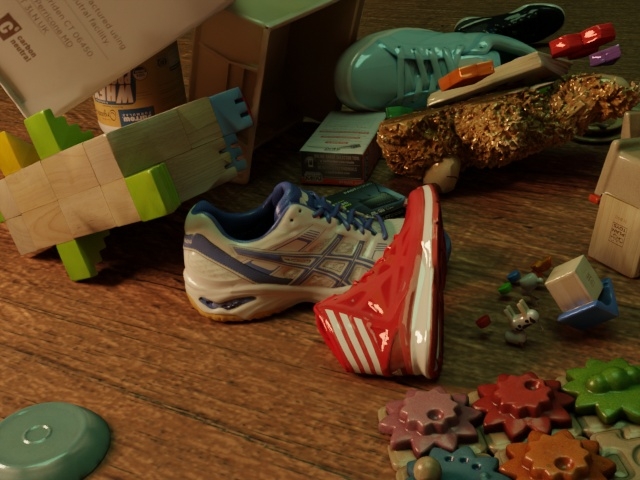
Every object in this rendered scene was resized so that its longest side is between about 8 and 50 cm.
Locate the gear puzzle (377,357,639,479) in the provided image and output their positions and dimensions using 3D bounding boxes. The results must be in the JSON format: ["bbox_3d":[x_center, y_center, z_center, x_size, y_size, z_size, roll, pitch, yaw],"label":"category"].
[{"bbox_3d":[0.220,0.146,0.698,0.338,0.044,0.175,-9,28,-3],"label":"gear puzzle"}]

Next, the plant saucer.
[{"bbox_3d":[-0.244,0.175,0.765,0.119,0.021,0.119,-5,27,2],"label":"plant saucer"}]

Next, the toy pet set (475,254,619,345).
[{"bbox_3d":[0.232,0.064,0.876,0.114,0.065,0.122,-30,6,38],"label":"toy pet set"}]

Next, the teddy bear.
[{"bbox_3d":[0.248,-0.141,1.154,0.338,0.113,0.245,-17,10,-14],"label":"teddy bear"}]

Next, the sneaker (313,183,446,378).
[{"bbox_3d":[0.057,0.033,0.867,0.128,0.087,0.221,-3,46,13],"label":"sneaker"}]

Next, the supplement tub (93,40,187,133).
[{"bbox_3d":[-0.287,-0.244,1.384,0.144,0.200,0.144,-5,27,2],"label":"supplement tub"}]

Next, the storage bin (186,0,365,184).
[{"bbox_3d":[-0.068,-0.246,1.295,0.123,0.260,0.262,26,38,19],"label":"storage bin"}]

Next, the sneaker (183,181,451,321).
[{"bbox_3d":[0.000,0.000,0.941,0.296,0.131,0.112,-10,26,-11],"label":"sneaker"}]

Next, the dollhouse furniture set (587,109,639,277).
[{"bbox_3d":[0.432,-0.048,0.999,0.259,0.135,0.262,-7,25,-28],"label":"dollhouse furniture set"}]

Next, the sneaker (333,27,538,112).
[{"bbox_3d":[0.199,-0.270,1.361,0.365,0.135,0.150,-14,13,-30],"label":"sneaker"}]

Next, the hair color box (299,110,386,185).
[{"bbox_3d":[0.038,-0.136,1.278,0.093,0.053,0.167,5,28,16],"label":"hair color box"}]

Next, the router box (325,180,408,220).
[{"bbox_3d":[0.044,-0.028,1.084,0.122,0.038,0.092,-22,31,-28],"label":"router box"}]

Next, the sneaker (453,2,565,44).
[{"bbox_3d":[0.366,-0.394,1.699,0.216,0.079,0.121,-8,30,14],"label":"sneaker"}]

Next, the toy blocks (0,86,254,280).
[{"bbox_3d":[-0.212,-0.092,1.074,0.381,0.191,0.261,-11,14,47],"label":"toy blocks"}]

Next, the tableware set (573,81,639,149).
[{"bbox_3d":[0.452,-0.192,1.322,0.194,0.039,0.128,-22,32,-29],"label":"tableware set"}]

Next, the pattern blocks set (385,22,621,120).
[{"bbox_3d":[0.252,-0.219,1.230,0.324,0.026,0.285,-16,-6,20],"label":"pattern blocks set"}]

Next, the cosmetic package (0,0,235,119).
[{"bbox_3d":[-0.335,-0.414,1.129,0.327,0.329,0.394,-33,32,2],"label":"cosmetic package"}]
